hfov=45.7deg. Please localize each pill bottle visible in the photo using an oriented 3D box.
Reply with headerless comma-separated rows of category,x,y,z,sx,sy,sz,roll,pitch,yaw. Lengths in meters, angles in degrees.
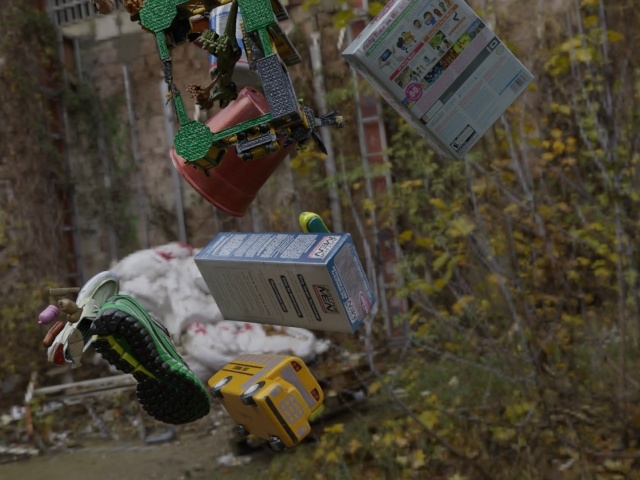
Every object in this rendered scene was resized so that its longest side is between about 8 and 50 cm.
pill bottle,-0.205,-0.491,1.822,0.124,0.221,0.124,-1,-14,0

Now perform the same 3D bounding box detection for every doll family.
doll family,-0.403,-0.507,1.449,0.118,0.163,0.263,-33,26,-6

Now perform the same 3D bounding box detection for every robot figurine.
robot figurine,-0.362,-0.609,2.014,0.291,0.085,0.211,-5,-15,35

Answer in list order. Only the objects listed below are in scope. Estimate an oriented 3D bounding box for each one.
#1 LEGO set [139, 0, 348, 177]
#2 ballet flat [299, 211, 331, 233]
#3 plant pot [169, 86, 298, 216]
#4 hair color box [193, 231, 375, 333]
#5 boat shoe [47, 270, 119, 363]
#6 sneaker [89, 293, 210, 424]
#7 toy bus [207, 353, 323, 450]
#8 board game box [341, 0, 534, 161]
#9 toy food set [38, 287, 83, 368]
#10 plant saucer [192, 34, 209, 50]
LEGO set,-0.129,-0.255,1.214,0.255,0.331,0.192,-26,-13,8
ballet flat,0.000,0.000,2.301,0.077,0.231,0.077,-44,39,-18
plant pot,-0.215,-0.251,2.037,0.265,0.272,0.272,-45,-13,15
hair color box,-0.077,0.080,1.550,0.347,0.173,0.105,2,37,37
boat shoe,-0.641,0.220,2.120,0.094,0.302,0.109,-2,-36,45
sneaker,-0.338,0.248,1.597,0.134,0.343,0.146,-25,25,11
toy bus,-0.099,0.277,1.353,0.130,0.108,0.333,-36,8,-24
board game box,0.229,-0.339,1.485,0.224,0.303,0.097,-47,18,1
toy food set,-0.385,0.131,1.122,0.019,0.122,0.078,3,0,31
plant saucer,-0.305,-0.704,2.585,0.258,0.047,0.259,-30,8,-1
